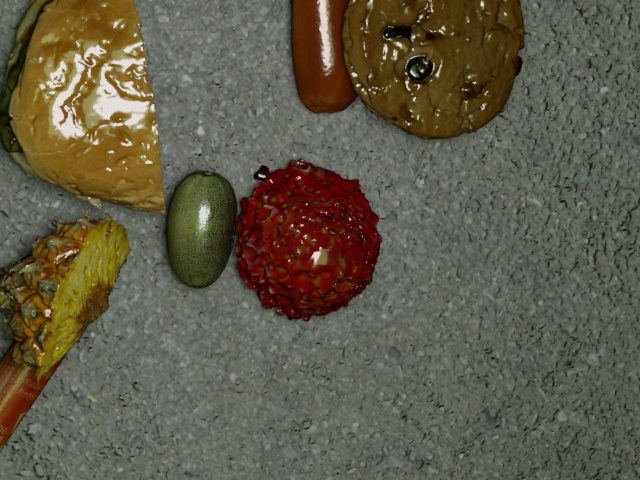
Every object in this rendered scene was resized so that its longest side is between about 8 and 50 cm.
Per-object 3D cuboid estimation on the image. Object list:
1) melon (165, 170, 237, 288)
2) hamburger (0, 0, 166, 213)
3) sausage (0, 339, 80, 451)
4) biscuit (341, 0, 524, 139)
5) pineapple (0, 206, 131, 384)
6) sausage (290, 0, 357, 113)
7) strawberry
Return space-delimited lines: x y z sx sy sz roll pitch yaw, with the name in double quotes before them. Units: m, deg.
"melon" -0.163 -0.014 1.927 0.099 0.099 0.162 6 97 -12
"hamburger" -0.323 -0.175 1.849 0.209 0.162 0.330 -14 103 -11
"sausage" -0.431 0.219 1.909 0.083 0.083 0.264 34 90 -12
"biscuit" 0.164 -0.277 1.948 0.296 0.075 0.296 -4 99 -26
"pineapple" -0.364 0.033 1.852 0.164 0.139 0.250 25 53 18
"sausage" 0.003 -0.323 1.939 0.089 0.083 0.300 -7 98 -22
"strawberry" 0.000 0.000 1.926 0.234 0.178 0.234 -1 95 -18
